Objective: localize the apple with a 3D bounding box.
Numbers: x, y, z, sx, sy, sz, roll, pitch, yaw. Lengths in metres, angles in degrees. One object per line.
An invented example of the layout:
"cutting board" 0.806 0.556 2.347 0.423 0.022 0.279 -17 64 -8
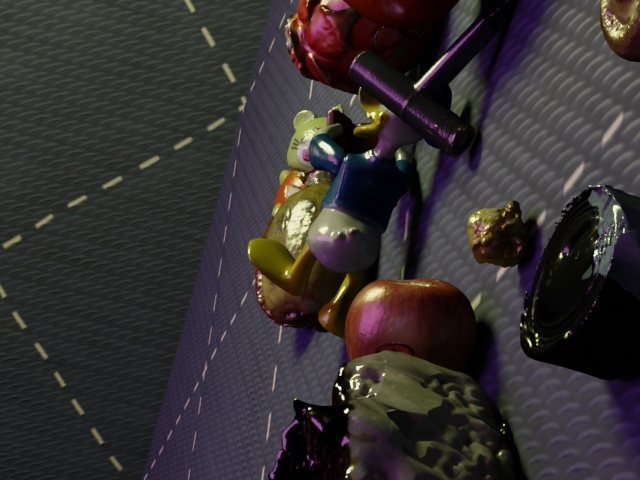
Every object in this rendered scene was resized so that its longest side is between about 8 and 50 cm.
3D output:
"apple" 0.096 0.105 1.789 0.146 0.146 0.131 -141 56 -78

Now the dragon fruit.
"dragon fruit" 0.069 -0.308 2.297 0.274 0.192 0.193 -31 78 25

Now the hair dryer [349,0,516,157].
"hair dryer" 0.145 -0.224 1.982 0.194 0.173 0.050 -58 -25 15

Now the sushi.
"sushi" 0.062 0.252 1.566 0.348 0.234 0.207 -87 15 -61

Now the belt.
"belt" 0.231 0.032 1.364 0.198 0.078 0.151 135 151 -71

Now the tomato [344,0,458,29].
"tomato" 0.110 -0.407 2.005 0.298 0.226 0.298 -60 2 3

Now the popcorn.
"popcorn" 0.183 -0.009 1.698 0.083 0.068 0.059 -44 -5 -44

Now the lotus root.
"lotus root" 0.000 -0.001 2.351 0.154 0.154 0.278 122 161 -58

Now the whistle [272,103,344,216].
"whistle" -0.011 -0.067 2.537 0.106 0.131 0.288 11 -83 -65

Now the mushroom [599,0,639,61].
"mushroom" 0.278 -0.212 1.414 0.109 0.085 0.126 60 148 18

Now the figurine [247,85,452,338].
"figurine" 0.079 -0.084 2.150 0.338 0.205 0.283 -52 17 36

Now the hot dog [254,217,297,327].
"hot dog" -0.044 0.028 2.663 0.160 0.099 0.226 122 156 -60
